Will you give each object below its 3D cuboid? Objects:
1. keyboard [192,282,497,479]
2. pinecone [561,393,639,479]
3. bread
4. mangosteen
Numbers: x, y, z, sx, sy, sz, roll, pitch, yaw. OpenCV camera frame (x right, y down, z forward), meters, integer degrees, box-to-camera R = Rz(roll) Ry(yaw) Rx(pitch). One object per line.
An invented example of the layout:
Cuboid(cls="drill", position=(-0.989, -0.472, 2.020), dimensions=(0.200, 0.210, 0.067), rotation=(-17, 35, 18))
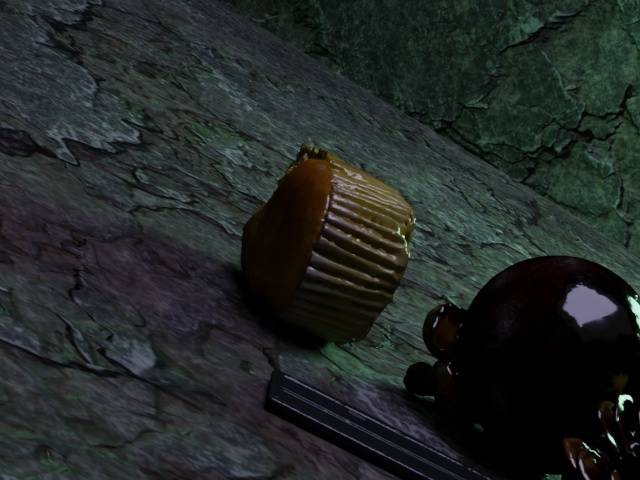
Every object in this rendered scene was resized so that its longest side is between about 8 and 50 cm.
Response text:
Cuboid(cls="keyboard", position=(0.030, 0.164, 1.521), dimensions=(0.381, 0.041, 0.103), rotation=(34, 11, -6))
Cuboid(cls="pinecone", position=(0.337, 0.218, 1.402), dimensions=(0.246, 0.292, 0.246), rotation=(35, 37, -32))
Cuboid(cls="bread", position=(0.000, 0.000, 1.772), dimensions=(0.133, 0.179, 0.250), rotation=(20, 14, -17))
Cuboid(cls="mangosteen", position=(0.214, 0.130, 1.707), dimensions=(0.265, 0.228, 0.228), rotation=(-10, 4, 15))
